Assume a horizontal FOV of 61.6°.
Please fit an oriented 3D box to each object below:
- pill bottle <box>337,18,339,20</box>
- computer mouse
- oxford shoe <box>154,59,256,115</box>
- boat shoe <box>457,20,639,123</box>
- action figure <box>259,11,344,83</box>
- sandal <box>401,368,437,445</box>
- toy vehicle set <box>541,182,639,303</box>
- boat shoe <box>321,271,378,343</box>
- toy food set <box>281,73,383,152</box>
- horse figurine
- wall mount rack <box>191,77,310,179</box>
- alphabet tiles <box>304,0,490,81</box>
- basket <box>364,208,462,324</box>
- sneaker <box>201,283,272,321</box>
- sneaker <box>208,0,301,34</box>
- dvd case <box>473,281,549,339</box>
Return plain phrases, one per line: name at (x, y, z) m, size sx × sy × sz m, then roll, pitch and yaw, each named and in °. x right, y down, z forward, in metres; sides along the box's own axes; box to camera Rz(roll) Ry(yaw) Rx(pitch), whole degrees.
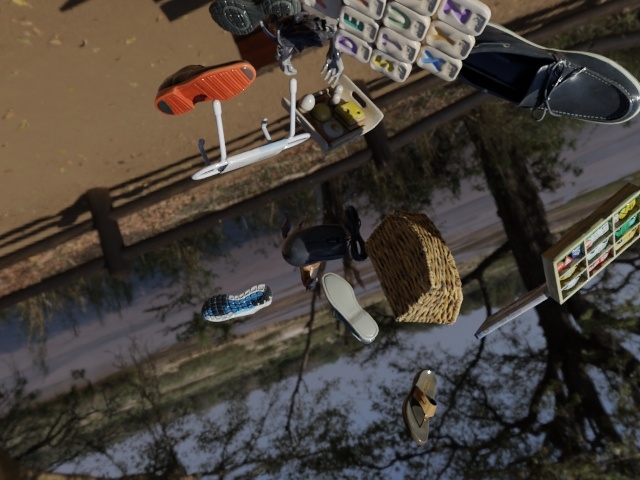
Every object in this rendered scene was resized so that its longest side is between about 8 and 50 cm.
pill bottle at (0.062, -0.905, 2.006) m, size 0.121 × 0.221 × 0.121 m, roll -19°, pitch 145°, yaw -14°
computer mouse at (0.000, 0.000, 1.681) m, size 0.272 × 0.188 × 0.072 m, roll -16°, pitch 165°, yaw 8°
oxford shoe at (-0.274, -0.382, 1.258) m, size 0.271 × 0.098 × 0.097 m, roll -10°, pitch 153°, yaw 21°
boat shoe at (0.563, -0.405, 1.367) m, size 0.187 × 0.500 × 0.156 m, roll 108°, pitch 7°, yaw -53°
action figure at (-0.012, -0.398, 1.104) m, size 0.276 × 0.164 × 0.141 m, roll -26°, pitch 135°, yaw -43°
sandal at (0.263, 0.405, 1.341) m, size 0.060 × 0.090 × 0.219 m, roll -39°, pitch -172°, yaw 39°
toy vehicle set at (0.626, 0.009, 1.228) m, size 0.267 × 0.035 × 0.166 m, roll -39°, pitch 133°, yaw -5°
boat shoe at (0.085, 0.213, 1.684) m, size 0.095 × 0.254 × 0.079 m, roll -34°, pitch 162°, yaw -26°
toy food set at (0.045, -0.433, 1.773) m, size 0.306 × 0.219 × 0.092 m, roll -34°, pitch 167°, yaw -36°
horse figurine at (-0.058, 0.024, 1.868) m, size 0.174 × 0.263 × 0.066 m, roll -49°, pitch 159°, yaw 23°
wall mount rack at (-0.184, -0.280, 1.392) m, size 0.350 × 0.130 × 0.304 m, roll -24°, pitch -177°, yaw -23°
alphabet tiles at (0.097, -0.341, 0.785) m, size 0.021 × 0.278 × 0.284 m, roll -58°, pitch 176°, yaw -15°
basket at (0.301, 0.065, 1.527) m, size 0.223 × 0.299 × 0.213 m, roll 8°, pitch 135°, yaw -32°
sneaker at (-0.214, 0.175, 1.407) m, size 0.191 × 0.071 × 0.083 m, roll -13°, pitch 156°, yaw -4°
sneaker at (-0.182, -0.678, 1.548) m, size 0.286 × 0.130 × 0.109 m, roll 1°, pitch 142°, yaw 15°
dvd case at (0.601, 0.211, 1.659) m, size 0.253 × 0.022 × 0.180 m, roll -41°, pitch 169°, yaw 29°
